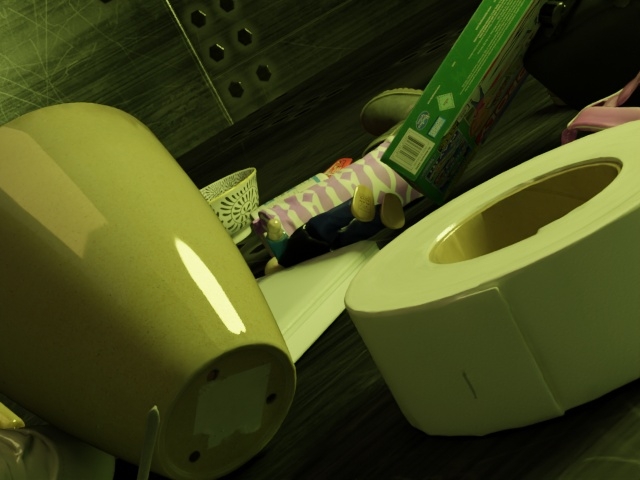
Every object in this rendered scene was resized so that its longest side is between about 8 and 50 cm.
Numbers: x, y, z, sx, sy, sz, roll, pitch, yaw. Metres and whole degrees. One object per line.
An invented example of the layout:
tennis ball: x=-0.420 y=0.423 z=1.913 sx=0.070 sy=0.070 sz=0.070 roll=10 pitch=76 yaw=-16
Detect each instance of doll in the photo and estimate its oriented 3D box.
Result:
doll: x=0.000 y=0.000 z=1.477 sx=0.129 sy=0.046 sz=0.189 roll=14 pitch=-32 yaw=-32

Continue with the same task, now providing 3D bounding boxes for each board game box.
board game box: x=0.182 y=-0.190 z=1.460 sx=0.317 sy=0.046 sz=0.213 roll=-57 pitch=-14 yaw=3

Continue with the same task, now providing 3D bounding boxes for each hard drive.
hard drive: x=-0.083 y=0.103 z=1.352 sx=0.203 sy=0.040 sz=0.307 roll=-21 pitch=13 yaw=34

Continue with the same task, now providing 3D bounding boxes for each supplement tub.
supplement tub: x=-0.026 y=-0.030 z=1.735 sx=0.107 sy=0.071 sz=0.071 roll=-29 pitch=11 yaw=-8

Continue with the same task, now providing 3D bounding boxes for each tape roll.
tape roll: x=0.161 y=0.020 z=0.977 sx=0.286 sy=0.100 sz=0.286 roll=-26 pitch=11 yaw=6

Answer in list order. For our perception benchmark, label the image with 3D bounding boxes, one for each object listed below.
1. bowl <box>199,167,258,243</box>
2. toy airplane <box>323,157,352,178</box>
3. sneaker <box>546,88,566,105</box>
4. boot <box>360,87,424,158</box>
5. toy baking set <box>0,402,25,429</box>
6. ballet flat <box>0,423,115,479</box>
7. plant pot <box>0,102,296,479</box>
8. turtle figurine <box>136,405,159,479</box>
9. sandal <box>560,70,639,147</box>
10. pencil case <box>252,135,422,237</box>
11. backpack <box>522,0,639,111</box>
bowl: x=-0.149 y=-0.030 z=2.010 sx=0.170 sy=0.080 sz=0.170 roll=-28 pitch=11 yaw=6
toy airplane: x=0.030 y=-0.087 z=1.969 sx=0.151 sy=0.028 sz=0.151 roll=-27 pitch=13 yaw=7
sneaker: x=0.323 y=-0.206 z=1.686 sx=0.066 sy=0.071 sz=0.188 roll=-32 pitch=11 yaw=-22
boot: x=0.105 y=-0.141 z=1.896 sx=0.189 sy=0.076 sz=0.208 roll=-8 pitch=26 yaw=31
toy baking set: x=-0.384 y=0.134 z=1.397 sx=0.256 sy=0.197 sz=0.030 roll=30 pitch=77 yaw=37
ballet flat: x=-0.294 y=0.226 z=1.024 sx=0.139 sy=0.139 sz=0.400 roll=-17 pitch=17 yaw=45
plant pot: x=-0.150 y=0.061 z=1.117 sx=0.256 sy=0.256 sz=0.274 roll=-33 pitch=47 yaw=-23
turtle figurine: x=-0.198 y=0.191 z=0.765 sx=0.197 sy=0.275 sz=0.266 roll=-17 pitch=-5 yaw=-31
sandal: x=0.320 y=-0.122 z=1.226 sx=0.416 sy=0.102 sz=0.169 roll=-22 pitch=12 yaw=29
pencil case: x=0.028 y=-0.049 z=1.640 sx=0.206 sy=0.086 sz=0.088 roll=-30 pitch=45 yaw=-15
backpack: x=0.416 y=-0.289 z=1.418 sx=0.356 sy=0.273 sz=0.290 roll=-63 pitch=16 yaw=-22
